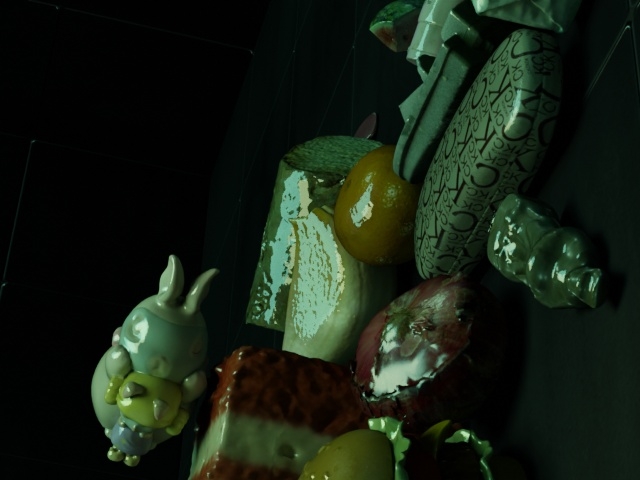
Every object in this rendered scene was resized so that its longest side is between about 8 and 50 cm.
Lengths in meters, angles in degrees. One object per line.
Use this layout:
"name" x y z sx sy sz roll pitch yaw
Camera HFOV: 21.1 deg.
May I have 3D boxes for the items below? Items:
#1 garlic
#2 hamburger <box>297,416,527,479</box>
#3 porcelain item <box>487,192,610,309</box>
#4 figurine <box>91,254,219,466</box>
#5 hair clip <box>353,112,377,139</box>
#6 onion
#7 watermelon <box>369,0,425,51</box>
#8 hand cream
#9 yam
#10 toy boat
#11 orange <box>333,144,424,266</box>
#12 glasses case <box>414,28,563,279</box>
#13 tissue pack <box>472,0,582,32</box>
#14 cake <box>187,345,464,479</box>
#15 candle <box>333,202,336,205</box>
"garlic" 0.015 0.077 2.258 0.145 0.164 0.245 -16 -59 -75
"hamburger" 0.064 0.298 1.628 0.274 0.212 0.274 -168 90 -79
"porcelain item" 0.215 0.023 1.567 0.215 0.069 0.081 -128 55 -70
"figurine" -0.182 0.133 1.908 0.155 0.127 0.235 -60 -3 -40
"hair clip" 0.061 -0.143 2.681 0.137 0.022 0.054 114 167 -49
"onion" 0.122 0.127 1.767 0.184 0.147 0.184 -24 39 21
"watermelon" 0.124 -0.316 2.477 0.092 0.072 0.084 -18 37 33
"hand cream" 0.190 -0.366 2.174 0.111 0.070 0.312 -162 92 -81
"yam" 0.000 0.000 2.434 0.168 0.168 0.304 -133 55 -77
"toy boat" 0.147 -0.161 1.939 0.141 0.092 0.319 -37 -17 -33
"orange" 0.087 -0.041 2.138 0.156 0.124 0.156 -57 14 22
"glasses case" 0.173 -0.083 1.822 0.354 0.085 0.137 116 163 -54
"tissue pack" 0.221 -0.384 1.787 0.311 0.128 0.228 -95 19 -59
"cake" -0.018 0.308 1.897 0.269 0.270 0.319 127 155 -71
"candle" 0.025 0.107 2.348 0.051 0.048 0.329 -150 59 -70
